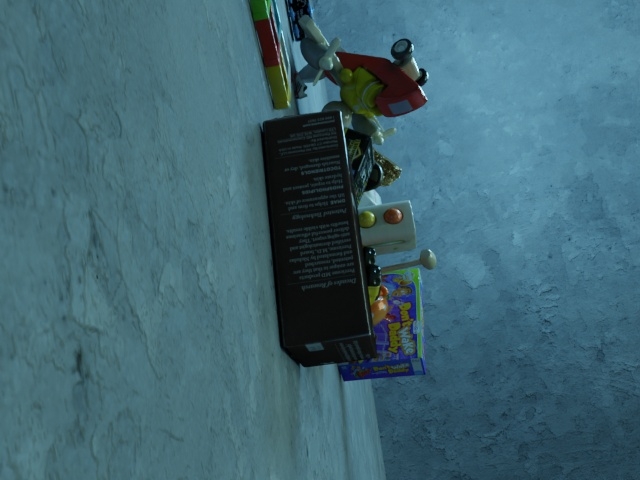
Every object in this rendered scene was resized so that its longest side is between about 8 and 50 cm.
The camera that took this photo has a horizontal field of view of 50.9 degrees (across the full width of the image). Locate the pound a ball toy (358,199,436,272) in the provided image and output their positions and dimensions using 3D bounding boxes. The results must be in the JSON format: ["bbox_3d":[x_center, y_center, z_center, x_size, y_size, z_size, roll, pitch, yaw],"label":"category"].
[{"bbox_3d":[0.168,-0.008,1.986,0.135,0.319,0.208,74,9,-56],"label":"pound a ball toy"}]

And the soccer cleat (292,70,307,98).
[{"bbox_3d":[-0.053,-0.416,1.799,0.029,0.036,0.083,68,15,-70],"label":"soccer cleat"}]

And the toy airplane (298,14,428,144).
[{"bbox_3d":[0.070,-0.422,1.844,0.272,0.386,0.384,-58,-173,-11],"label":"toy airplane"}]

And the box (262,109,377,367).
[{"bbox_3d":[0.000,0.000,1.105,0.191,0.143,0.381,69,15,-70],"label":"box"}]

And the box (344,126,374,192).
[{"bbox_3d":[0.062,-0.131,1.772,0.322,0.079,0.257,43,70,-82],"label":"box"}]

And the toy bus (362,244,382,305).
[{"bbox_3d":[0.047,0.126,1.489,0.220,0.150,0.211,-94,-173,-65],"label":"toy bus"}]

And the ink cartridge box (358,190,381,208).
[{"bbox_3d":[0.099,-0.169,2.233,0.218,0.092,0.158,42,18,-15],"label":"ink cartridge box"}]

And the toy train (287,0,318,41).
[{"bbox_3d":[-0.059,-0.674,1.984,0.105,0.080,0.184,-112,-171,-71],"label":"toy train"}]

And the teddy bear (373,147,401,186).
[{"bbox_3d":[0.104,-0.286,2.202,0.338,0.113,0.245,33,15,-19],"label":"teddy bear"}]

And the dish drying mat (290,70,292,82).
[{"bbox_3d":[-0.078,-0.408,1.669,0.083,0.008,0.032,-74,156,-81],"label":"dish drying mat"}]

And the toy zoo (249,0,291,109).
[{"bbox_3d":[-0.093,-0.389,1.315,0.192,0.030,0.293,-92,172,-53],"label":"toy zoo"}]

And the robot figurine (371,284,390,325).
[{"bbox_3d":[0.107,0.154,1.890,0.219,0.128,0.158,58,18,12],"label":"robot figurine"}]

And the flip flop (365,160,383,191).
[{"bbox_3d":[0.098,-0.180,2.036,0.277,0.080,0.112,-13,-110,53],"label":"flip flop"}]

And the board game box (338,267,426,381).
[{"bbox_3d":[0.182,0.239,1.962,0.347,0.234,0.078,-83,161,-48],"label":"board game box"}]
